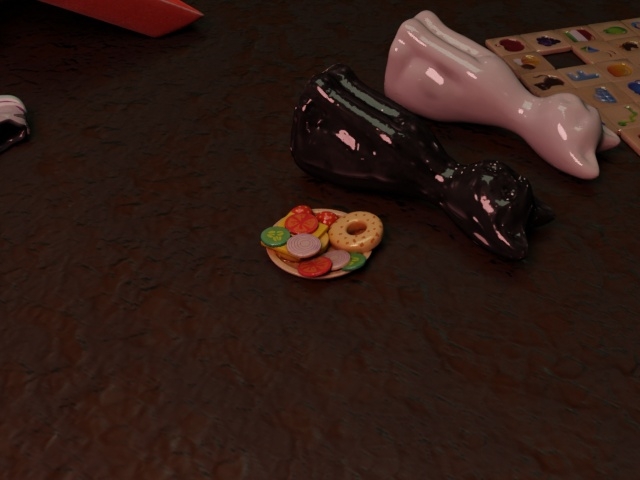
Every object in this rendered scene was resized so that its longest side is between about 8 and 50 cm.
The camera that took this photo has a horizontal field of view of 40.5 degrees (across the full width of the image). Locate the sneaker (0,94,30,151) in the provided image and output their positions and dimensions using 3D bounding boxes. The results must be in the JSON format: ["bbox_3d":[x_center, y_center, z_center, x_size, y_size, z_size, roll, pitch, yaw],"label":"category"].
[{"bbox_3d":[-0.300,-0.095,0.747,0.098,0.038,0.069,-16,41,-18],"label":"sneaker"}]

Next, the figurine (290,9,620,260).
[{"bbox_3d":[0.121,-0.086,0.708,0.209,0.092,0.215,32,48,23],"label":"figurine"}]

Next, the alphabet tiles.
[{"bbox_3d":[0.299,-0.153,0.837,0.198,0.009,0.237,-10,41,-13],"label":"alphabet tiles"}]

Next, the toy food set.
[{"bbox_3d":[0.000,0.000,0.643,0.083,0.020,0.082,20,44,23],"label":"toy food set"}]

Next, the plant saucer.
[{"bbox_3d":[-0.292,-0.288,0.897,0.258,0.048,0.259,36,18,36],"label":"plant saucer"}]
